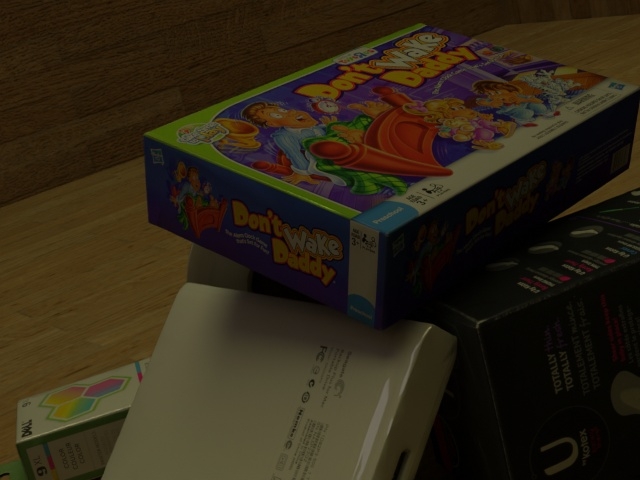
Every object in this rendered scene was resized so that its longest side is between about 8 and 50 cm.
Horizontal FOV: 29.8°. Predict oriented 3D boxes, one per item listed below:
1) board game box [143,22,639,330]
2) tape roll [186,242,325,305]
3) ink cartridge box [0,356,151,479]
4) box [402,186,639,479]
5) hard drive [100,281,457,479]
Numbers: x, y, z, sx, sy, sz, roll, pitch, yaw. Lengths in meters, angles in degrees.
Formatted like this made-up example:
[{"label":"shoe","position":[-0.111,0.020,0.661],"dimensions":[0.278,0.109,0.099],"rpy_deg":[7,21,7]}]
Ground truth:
[{"label":"board game box","position":[0.066,-0.070,0.959],"dimensions":[0.233,0.078,0.347],"rpy_deg":[23,36,34]},{"label":"tape roll","position":[0.000,0.000,1.158],"dimensions":[0.246,0.246,0.169],"rpy_deg":[-12,30,9]},{"label":"ink cartridge box","position":[-0.231,0.181,1.133],"dimensions":[0.209,0.062,0.109],"rpy_deg":[-17,16,-9]},{"label":"box","position":[0.216,0.073,0.912],"dimensions":[0.270,0.165,0.143],"rpy_deg":[-19,17,-18]},{"label":"hard drive","position":[-0.046,0.143,0.909],"dimensions":[0.040,0.203,0.307],"rpy_deg":[30,-15,-36]}]
